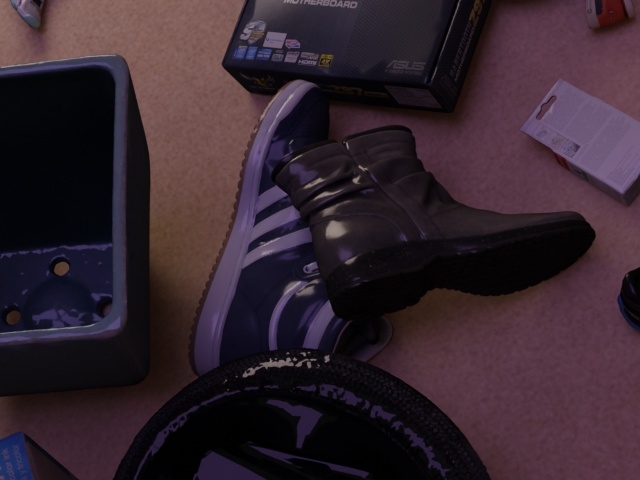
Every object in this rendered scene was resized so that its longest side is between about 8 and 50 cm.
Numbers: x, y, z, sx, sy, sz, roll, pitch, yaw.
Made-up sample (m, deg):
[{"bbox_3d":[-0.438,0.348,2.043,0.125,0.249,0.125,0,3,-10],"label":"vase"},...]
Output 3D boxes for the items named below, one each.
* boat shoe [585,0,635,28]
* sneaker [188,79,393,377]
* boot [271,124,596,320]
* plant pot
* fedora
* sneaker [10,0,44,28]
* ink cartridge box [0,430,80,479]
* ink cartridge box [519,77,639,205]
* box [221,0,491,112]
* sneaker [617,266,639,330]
[{"bbox_3d":[0.244,-0.252,1.391,0.043,0.049,0.137,-18,67,15],"label":"boat shoe"},{"bbox_3d":[0.000,0.000,1.344,0.153,0.099,0.282,10,73,23],"label":"sneaker"},{"bbox_3d":[0.094,-0.034,1.282,0.246,0.083,0.161,-9,58,-18],"label":"boot"},{"bbox_3d":[-0.258,0.018,1.333,0.248,0.252,0.247,-5,66,5],"label":"plant pot"},{"bbox_3d":[-0.002,0.251,1.203,0.334,0.152,0.334,-6,68,15],"label":"fedora"},{"bbox_3d":[-0.290,-0.269,1.603,0.069,0.038,0.098,-30,61,7],"label":"sneaker"},{"bbox_3d":[-0.302,0.317,1.244,0.270,0.198,0.197,-23,62,1],"label":"ink cartridge box"},{"bbox_3d":[0.234,-0.086,1.331,0.115,0.029,0.063,35,84,30],"label":"ink cartridge box"},{"bbox_3d":[0.041,-0.218,1.428,0.232,0.059,0.183,10,71,33],"label":"box"},{"bbox_3d":[0.325,0.022,1.222,0.188,0.078,0.067,-20,62,11],"label":"sneaker"}]
